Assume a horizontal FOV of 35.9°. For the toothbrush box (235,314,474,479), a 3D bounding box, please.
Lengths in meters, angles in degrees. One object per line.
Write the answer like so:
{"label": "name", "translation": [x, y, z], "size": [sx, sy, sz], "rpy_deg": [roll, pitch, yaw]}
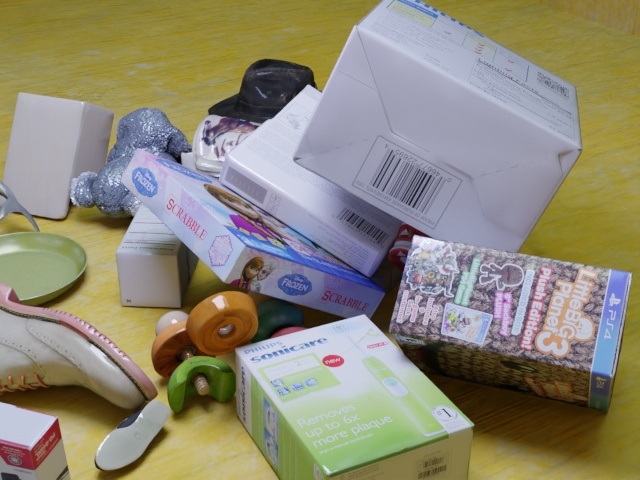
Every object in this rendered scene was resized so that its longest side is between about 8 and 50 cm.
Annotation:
{"label": "toothbrush box", "translation": [0.035, 0.235, 1.291], "size": [0.206, 0.122, 0.283], "rpy_deg": [-12, 30, -23]}

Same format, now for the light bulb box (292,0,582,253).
{"label": "light bulb box", "translation": [0.190, -0.184, 1.514], "size": [0.358, 0.225, 0.361], "rpy_deg": [29, 25, 1]}

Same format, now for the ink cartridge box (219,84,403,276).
{"label": "ink cartridge box", "translation": [0.026, -0.105, 1.631], "size": [0.296, 0.066, 0.261], "rpy_deg": [33, 45, 9]}

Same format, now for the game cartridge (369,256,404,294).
{"label": "game cartridge", "translation": [0.000, 0.000, 1.790], "size": [0.355, 0.068, 0.230], "rpy_deg": [16, 36, 26]}

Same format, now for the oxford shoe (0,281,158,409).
{"label": "oxford shoe", "translation": [-0.412, 0.176, 1.419], "size": [0.397, 0.140, 0.146], "rpy_deg": [18, 58, 27]}

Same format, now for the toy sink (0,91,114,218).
{"label": "toy sink", "translation": [-0.523, -0.163, 1.972], "size": [0.153, 0.234, 0.131], "rpy_deg": [10, 0, 18]}

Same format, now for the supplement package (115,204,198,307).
{"label": "supplement package", "translation": [-0.274, 0.025, 1.685], "size": [0.105, 0.105, 0.179], "rpy_deg": [3, 29, 3]}

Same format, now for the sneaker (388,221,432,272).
{"label": "sneaker", "translation": [0.192, 0.018, 1.574], "size": [0.087, 0.221, 0.128], "rpy_deg": [6, 66, 30]}

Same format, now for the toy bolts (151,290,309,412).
{"label": "toy bolts", "translation": [-0.125, 0.114, 1.426], "size": [0.229, 0.218, 0.158], "rpy_deg": [-6, 42, -26]}

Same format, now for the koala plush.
{"label": "koala plush", "translation": [-0.362, -0.125, 1.897], "size": [0.196, 0.203, 0.221], "rpy_deg": [14, 43, 24]}

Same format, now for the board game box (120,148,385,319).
{"label": "board game box", "translation": [-0.104, -0.006, 1.524], "size": [0.319, 0.066, 0.318], "rpy_deg": [20, 14, -47]}

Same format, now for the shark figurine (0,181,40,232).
{"label": "shark figurine", "translation": [-0.658, -0.078, 1.883], "size": [0.278, 0.116, 0.166], "rpy_deg": [-1, 61, 13]}

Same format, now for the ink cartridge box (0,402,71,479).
{"label": "ink cartridge box", "translation": [-0.365, 0.273, 1.180], "size": [0.109, 0.150, 0.063], "rpy_deg": [9, 34, 15]}

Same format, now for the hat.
{"label": "hat", "translation": [-0.107, -0.367, 2.385], "size": [0.331, 0.134, 0.331], "rpy_deg": [1, 29, -1]}

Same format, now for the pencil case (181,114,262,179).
{"label": "pencil case", "translation": [-0.036, -0.127, 1.797], "size": [0.410, 0.159, 0.183], "rpy_deg": [9, 10, 13]}

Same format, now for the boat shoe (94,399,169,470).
{"label": "boat shoe", "translation": [-0.254, 0.264, 1.313], "size": [0.049, 0.042, 0.133], "rpy_deg": [49, 41, -2]}

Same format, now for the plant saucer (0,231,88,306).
{"label": "plant saucer", "translation": [-0.520, 0.056, 1.693], "size": [0.241, 0.037, 0.241], "rpy_deg": [0, 28, 0]}

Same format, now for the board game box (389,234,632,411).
{"label": "board game box", "translation": [0.267, 0.118, 1.366], "size": [0.291, 0.232, 0.141], "rpy_deg": [10, 73, 18]}
